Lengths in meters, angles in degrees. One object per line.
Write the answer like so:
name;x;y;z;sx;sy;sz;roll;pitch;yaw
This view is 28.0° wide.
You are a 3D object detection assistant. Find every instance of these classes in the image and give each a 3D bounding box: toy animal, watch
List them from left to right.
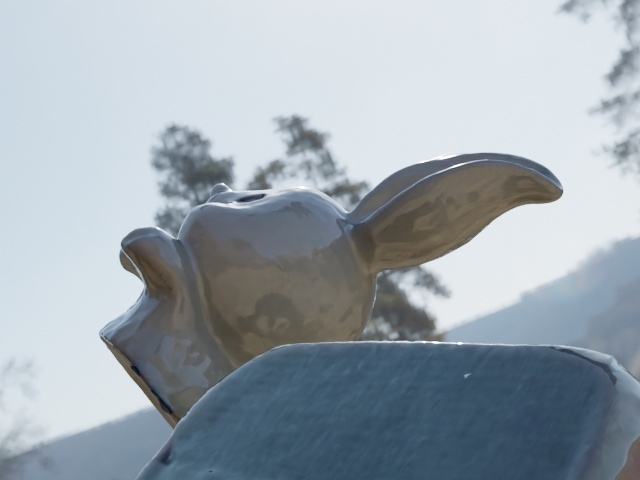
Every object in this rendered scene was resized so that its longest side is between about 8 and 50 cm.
toy animal;-0.002;0.001;0.611;0.220;0.131;0.104;-39;-15;-7
watch;0.064;0.166;0.404;0.253;0.241;0.162;-1;39;43
